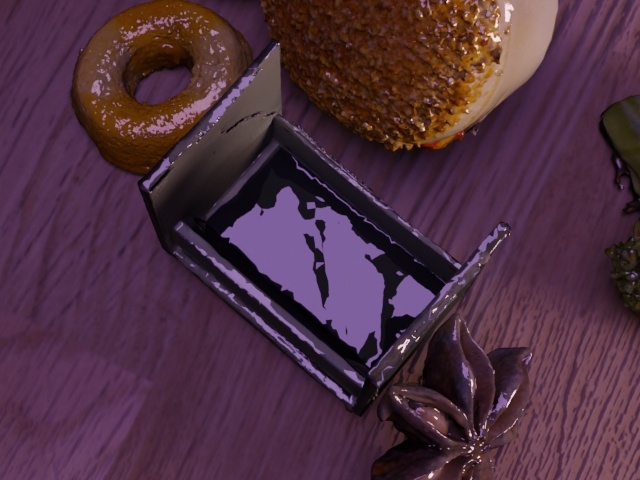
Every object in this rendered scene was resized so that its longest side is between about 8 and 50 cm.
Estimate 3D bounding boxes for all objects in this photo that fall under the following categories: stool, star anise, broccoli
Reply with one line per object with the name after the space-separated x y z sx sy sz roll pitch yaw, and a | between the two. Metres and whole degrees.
0.000 0.000 1.233 0.244 0.269 0.170 40 80 6 | stool
0.107 0.168 1.261 0.073 0.197 0.212 16 76 42 | star anise
0.360 -0.038 1.293 0.242 0.180 0.273 -30 80 -6 | broccoli

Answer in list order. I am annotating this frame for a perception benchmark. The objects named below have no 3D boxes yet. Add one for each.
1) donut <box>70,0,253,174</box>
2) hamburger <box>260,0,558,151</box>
-0.148 -0.152 1.365 0.178 0.065 0.162 -39 81 -7 | donut
0.068 -0.216 1.274 0.179 0.294 0.276 -28 58 -33 | hamburger
